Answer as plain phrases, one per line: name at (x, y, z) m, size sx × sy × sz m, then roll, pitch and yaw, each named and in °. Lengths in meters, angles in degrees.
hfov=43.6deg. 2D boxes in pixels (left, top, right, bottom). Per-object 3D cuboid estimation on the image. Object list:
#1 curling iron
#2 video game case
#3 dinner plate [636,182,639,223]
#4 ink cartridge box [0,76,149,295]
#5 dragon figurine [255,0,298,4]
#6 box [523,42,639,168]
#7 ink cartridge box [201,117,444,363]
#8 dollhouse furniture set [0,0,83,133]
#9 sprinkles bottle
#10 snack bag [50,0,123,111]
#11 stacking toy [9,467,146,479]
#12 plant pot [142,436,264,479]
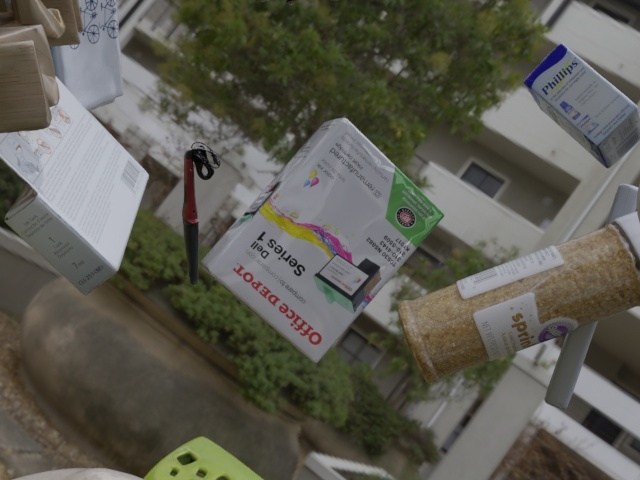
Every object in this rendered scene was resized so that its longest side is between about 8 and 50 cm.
curling iron at (-0.230, -0.047, 1.498) m, size 0.068 × 0.274 × 0.035 m, roll 5°, pitch 12°, yaw -10°
video game case at (0.429, 0.082, 1.248) m, size 0.036 × 0.329 × 0.300 m, roll 19°, pitch 6°, yaw 20°
dinner plate at (0.389, -0.033, 0.812) m, size 0.141 × 0.141 × 0.017 m, roll 34°, pitch 35°, yaw 29°
ink cartridge box at (-0.324, -0.095, 0.973) m, size 0.239 × 0.060 × 0.275 m, roll 48°, pitch 16°, yaw -24°
dragon figurine at (-0.079, -0.619, 1.816) m, size 0.289 × 0.144 × 0.085 m, roll -2°, pitch 4°, yaw -20°
box at (0.354, -0.177, 1.071) m, size 0.137 × 0.072 × 0.126 m, roll 50°, pitch 13°, yaw 24°
ink cartridge box at (0.000, 0.000, 1.116) m, size 0.201 × 0.278 × 0.117 m, roll 42°, pitch -6°, yaw -13°
dollhouse furniture set at (-0.376, -0.313, 0.677) m, size 0.362 × 0.256 × 0.394 m, roll -111°, pitch -164°, yaw -60°
sprinkles bottle at (0.286, 0.076, 1.059) m, size 0.121 × 0.355 × 0.121 m, roll -22°, pitch 90°, yaw -81°
snack bag at (-0.431, -0.338, 1.285) m, size 0.037 × 0.323 × 0.342 m, roll 14°, pitch 28°, yaw 18°
stacking toy at (-0.280, 0.531, 0.870) m, size 0.350 × 0.351 × 0.480 m, roll 28°, pitch -51°, yaw 56°
plant pot at (-0.198, 0.458, 1.171) m, size 0.227 × 0.228 × 0.207 m, roll 28°, pitch 19°, yaw 30°
